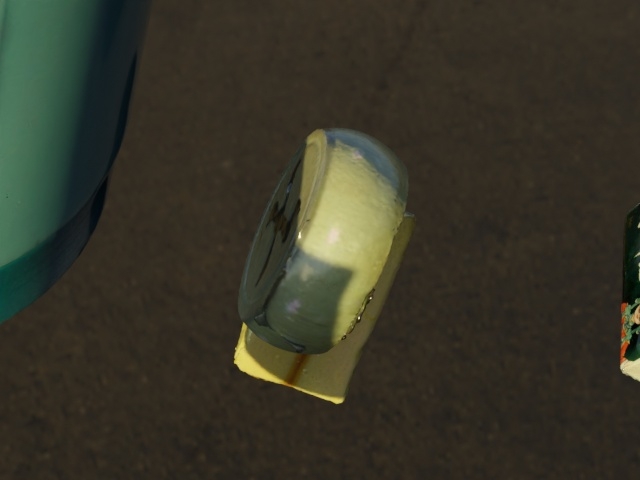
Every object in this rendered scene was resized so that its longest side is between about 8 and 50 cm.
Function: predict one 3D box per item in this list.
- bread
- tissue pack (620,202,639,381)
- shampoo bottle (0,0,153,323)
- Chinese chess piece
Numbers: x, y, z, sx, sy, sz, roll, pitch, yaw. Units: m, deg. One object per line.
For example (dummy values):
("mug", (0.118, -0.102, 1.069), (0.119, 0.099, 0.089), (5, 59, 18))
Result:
("bread", (0.003, 0.070, 2.120), (0.168, 0.264, 0.163), (18, 55, -7))
("tissue pack", (0.322, 0.039, 1.451), (0.103, 0.090, 0.170), (-38, 34, 48))
("shampoo bottle", (-0.233, -0.168, 0.748), (0.331, 0.342, 0.331), (9, 49, -10))
("Chinese chess piece", (0.000, 0.000, 1.605), (0.092, 0.237, 0.237), (24, 27, -14))
